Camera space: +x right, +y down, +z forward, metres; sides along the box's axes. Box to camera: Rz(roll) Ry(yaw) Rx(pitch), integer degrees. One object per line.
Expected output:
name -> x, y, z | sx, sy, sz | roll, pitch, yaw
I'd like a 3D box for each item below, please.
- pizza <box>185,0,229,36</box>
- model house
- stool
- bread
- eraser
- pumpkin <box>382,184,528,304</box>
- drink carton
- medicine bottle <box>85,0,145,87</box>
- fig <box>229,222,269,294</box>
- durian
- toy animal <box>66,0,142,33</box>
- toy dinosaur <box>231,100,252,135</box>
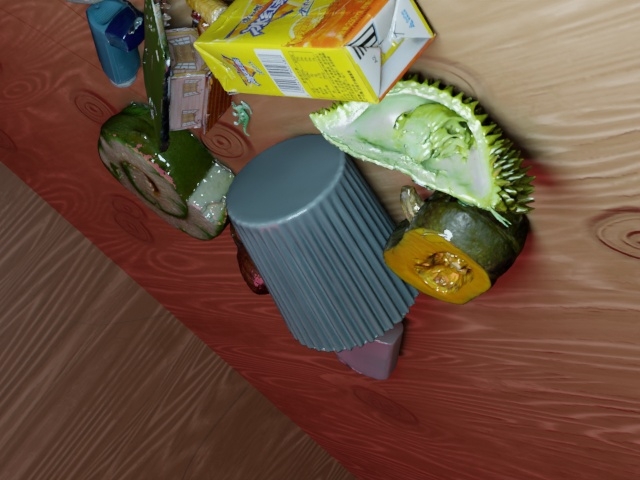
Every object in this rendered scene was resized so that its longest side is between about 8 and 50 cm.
pizza -> -0.155, -0.341, 1.758 | 0.194, 0.069, 0.154 | 48, 176, -38
model house -> -0.239, -0.322, 1.935 | 0.294, 0.153, 0.207 | 109, 151, -61
stool -> 0.000, 0.000, 1.991 | 0.297, 0.297, 0.330 | 16, 148, 45
bread -> -0.351, -0.153, 2.454 | 0.381, 0.129, 0.366 | 25, 157, 28
eraser -> 0.107, 0.236, 2.588 | 0.189, 0.104, 0.290 | 36, 160, 15
pumpkin -> 0.215, -0.008, 1.830 | 0.221, 0.139, 0.317 | 35, 163, -4
drink carton -> -0.018, -0.296, 1.543 | 0.351, 0.154, 0.111 | 13, 146, 49
medicine bottle -> -0.400, -0.387, 2.092 | 0.124, 0.079, 0.258 | 34, 160, 8
fig -> -0.167, 0.033, 2.576 | 0.201, 0.134, 0.146 | 46, 151, 2
durian -> 0.172, -0.133, 1.566 | 0.355, 0.169, 0.157 | 30, 157, 24
toy animal -> -0.413, -0.458, 1.958 | 0.253, 0.079, 0.070 | 31, -179, 20
toy dinosaur -> -0.149, -0.246, 2.073 | 0.062, 0.021, 0.083 | -12, 128, 48
